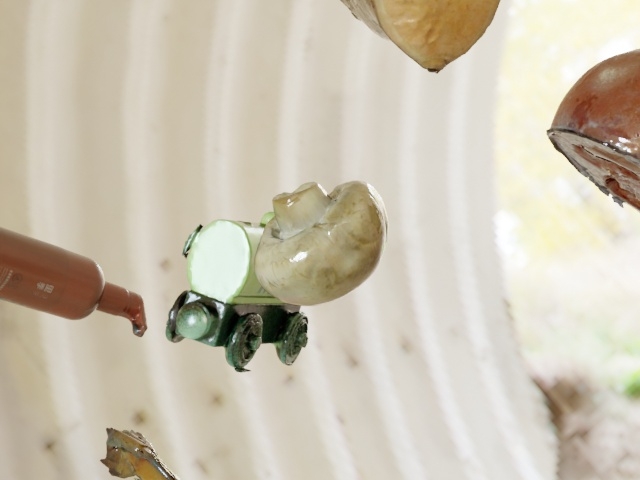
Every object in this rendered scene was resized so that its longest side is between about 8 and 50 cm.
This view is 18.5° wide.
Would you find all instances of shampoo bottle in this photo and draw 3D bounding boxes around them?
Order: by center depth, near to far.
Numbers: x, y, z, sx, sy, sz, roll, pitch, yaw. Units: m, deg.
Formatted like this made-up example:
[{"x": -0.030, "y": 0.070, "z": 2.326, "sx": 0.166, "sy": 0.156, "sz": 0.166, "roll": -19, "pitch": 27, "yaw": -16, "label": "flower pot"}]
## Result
[{"x": -0.311, "y": 0.048, "z": 2.288, "sx": 0.244, "sy": 0.085, "sz": 0.085, "roll": 21, "pitch": -55, "yaw": -34, "label": "shampoo bottle"}]

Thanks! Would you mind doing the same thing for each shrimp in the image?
[{"x": -0.166, "y": 0.278, "z": 2.005, "sx": 0.054, "sy": 0.222, "sz": 0.290, "roll": -41, "pitch": 16, "yaw": -21, "label": "shrimp"}]

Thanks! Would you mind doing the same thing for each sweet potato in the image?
[{"x": 0.064, "y": -0.242, "z": 1.693, "sx": 0.131, "sy": 0.131, "sz": 0.337, "roll": -41, "pitch": 20, "yaw": 3, "label": "sweet potato"}]

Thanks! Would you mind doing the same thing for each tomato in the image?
[{"x": 0.348, "y": -0.115, "z": 1.991, "sx": 0.214, "sy": 0.180, "sz": 0.155, "roll": 39, "pitch": -104, "yaw": -53, "label": "tomato"}]

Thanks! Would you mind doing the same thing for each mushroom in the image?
[{"x": 0.000, "y": 0.000, "z": 1.871, "sx": 0.148, "sy": 0.112, "sz": 0.148, "roll": -22, "pitch": 12, "yaw": 5, "label": "mushroom"}]

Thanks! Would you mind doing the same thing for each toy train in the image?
[{"x": -0.071, "y": 0.045, "z": 2.020, "sx": 0.253, "sy": 0.105, "sz": 0.157, "roll": 4, "pitch": -76, "yaw": -68, "label": "toy train"}]
